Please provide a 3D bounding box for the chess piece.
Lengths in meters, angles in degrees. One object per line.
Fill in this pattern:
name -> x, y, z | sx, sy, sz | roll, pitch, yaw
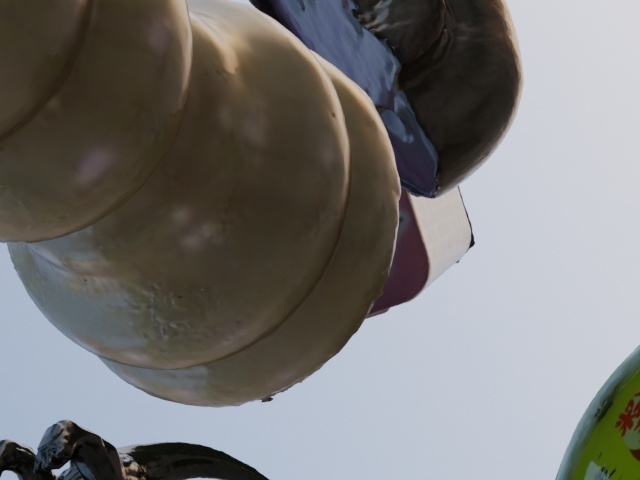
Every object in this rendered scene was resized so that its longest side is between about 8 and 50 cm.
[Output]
chess piece -> -0.083, -0.048, 0.572 | 0.261, 0.143, 0.142 | 40, -117, -57

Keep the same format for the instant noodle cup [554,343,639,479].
instant noodle cup -> 0.277, 0.186, 0.914 | 0.221, 0.311, 0.311 | -97, 3, -78

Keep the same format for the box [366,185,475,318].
box -> 0.000, 0.000, 1.283 | 0.370, 0.190, 0.112 | -30, -76, -81

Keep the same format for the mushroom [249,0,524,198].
mushroom -> 0.041, -0.119, 0.994 | 0.117, 0.188, 0.141 | -34, -16, -27

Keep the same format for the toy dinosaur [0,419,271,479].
toy dinosaur -> -0.117, 0.186, 1.040 | 0.179, 0.087, 0.187 | 41, -130, -30
